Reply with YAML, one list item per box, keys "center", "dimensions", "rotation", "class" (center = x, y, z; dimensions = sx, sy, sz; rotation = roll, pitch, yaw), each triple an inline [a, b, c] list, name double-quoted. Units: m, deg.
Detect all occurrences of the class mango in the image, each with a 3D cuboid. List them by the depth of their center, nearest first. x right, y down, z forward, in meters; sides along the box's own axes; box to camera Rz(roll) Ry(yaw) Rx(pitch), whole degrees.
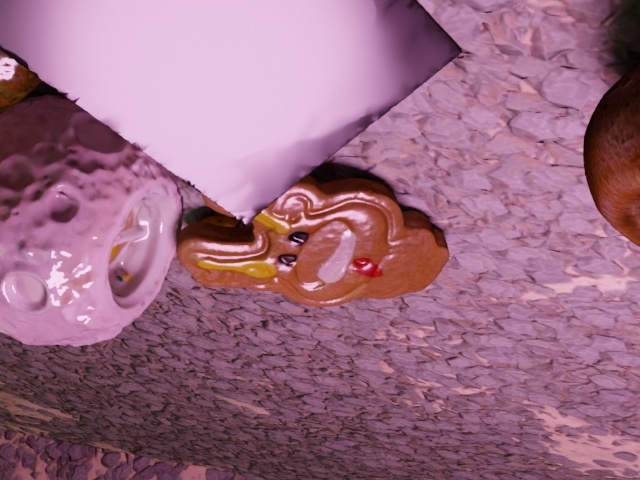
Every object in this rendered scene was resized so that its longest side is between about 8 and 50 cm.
- center: [-0.117, 0.000, 1.309]
  dimensions: [0.079, 0.057, 0.114]
  rotation: [28, 162, -34]
  class: "mango"

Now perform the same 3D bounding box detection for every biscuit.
- center: [0.001, 0.003, 1.150]
  dimensions: [0.295, 0.044, 0.186]
  rotation: [9, 135, -21]
  class: "biscuit"

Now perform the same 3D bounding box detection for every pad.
- center: [-0.087, -0.171, 0.814]
  dimensions: [0.247, 0.007, 0.367]
  rotation: [-39, 132, 18]
  class: "pad"

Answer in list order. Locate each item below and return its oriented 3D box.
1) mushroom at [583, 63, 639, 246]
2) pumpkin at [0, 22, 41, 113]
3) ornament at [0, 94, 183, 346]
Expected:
- center: [0.316, -0.059, 0.793]
  dimensions: [0.253, 0.153, 0.253]
  rotation: [11, 155, 5]
  class: "mushroom"
- center: [-0.307, -0.201, 0.827]
  dimensions: [0.238, 0.159, 0.238]
  rotation: [-7, 129, -9]
  class: "pumpkin"
- center: [-0.276, -0.020, 1.112]
  dimensions: [0.225, 0.259, 0.259]
  rotation: [18, 157, 17]
  class: "ornament"
